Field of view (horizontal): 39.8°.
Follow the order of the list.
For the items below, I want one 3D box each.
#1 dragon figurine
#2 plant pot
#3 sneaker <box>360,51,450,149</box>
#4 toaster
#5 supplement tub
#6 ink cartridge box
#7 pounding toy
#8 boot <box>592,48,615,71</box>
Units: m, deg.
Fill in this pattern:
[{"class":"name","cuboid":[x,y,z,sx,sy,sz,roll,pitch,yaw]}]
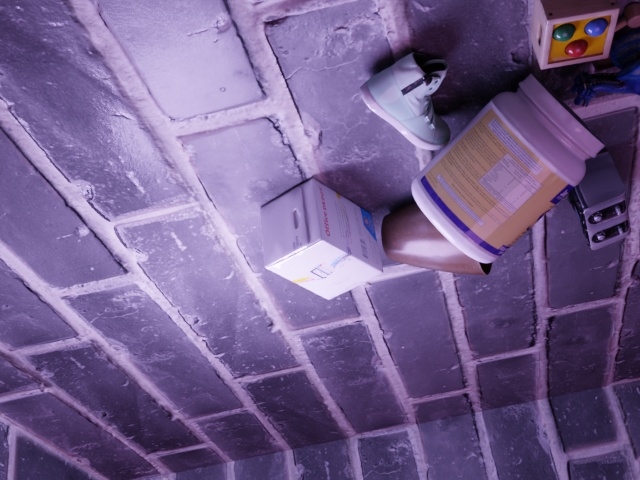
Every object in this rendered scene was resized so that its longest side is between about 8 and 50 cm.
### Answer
[{"class":"dragon figurine","cuboid":[0.600,-0.333,1.657,0.144,0.085,0.289,16,145,-24]},{"class":"plant pot","cuboid":[0.266,-0.017,2.065,0.230,0.215,0.215,-5,151,21]},{"class":"sneaker","cuboid":[0.213,-0.270,1.722,0.151,0.094,0.256,-33,142,30]},{"class":"toaster","cuboid":[0.636,-0.099,2.039,0.110,0.185,0.168,-18,139,10]},{"class":"supplement tub","cuboid":[0.373,-0.144,1.772,0.241,0.241,0.331,26,117,-43]},{"class":"ink cartridge box","cuboid":[0.000,0.000,2.030,0.168,0.171,0.233,-28,143,28]},{"class":"pounding toy","cuboid":[0.498,-0.379,1.615,0.206,0.094,0.181,-9,148,2]},{"class":"boot","cuboid":[0.582,-0.371,1.709,0.114,0.037,0.106,-8,147,8]}]
